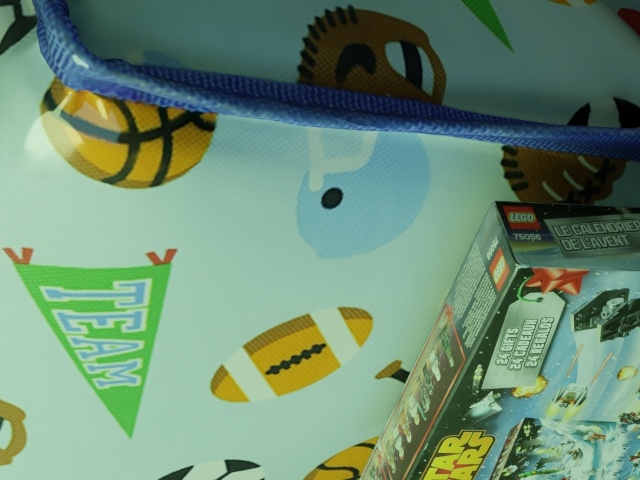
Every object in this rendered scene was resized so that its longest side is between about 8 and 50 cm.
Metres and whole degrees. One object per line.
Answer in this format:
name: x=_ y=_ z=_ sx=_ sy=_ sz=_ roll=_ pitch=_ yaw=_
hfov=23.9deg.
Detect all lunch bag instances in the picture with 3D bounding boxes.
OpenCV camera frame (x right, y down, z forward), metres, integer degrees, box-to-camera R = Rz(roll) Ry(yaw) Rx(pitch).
lunch bag: x=0.000 y=0.000 z=0.594 sx=0.385 sy=0.239 sz=0.328 roll=5 pitch=140 yaw=-35

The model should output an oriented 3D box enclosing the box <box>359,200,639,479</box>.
box: x=0.075 y=0.045 z=0.463 sx=0.094 sy=0.027 sz=0.137 roll=2 pitch=137 yaw=-19
